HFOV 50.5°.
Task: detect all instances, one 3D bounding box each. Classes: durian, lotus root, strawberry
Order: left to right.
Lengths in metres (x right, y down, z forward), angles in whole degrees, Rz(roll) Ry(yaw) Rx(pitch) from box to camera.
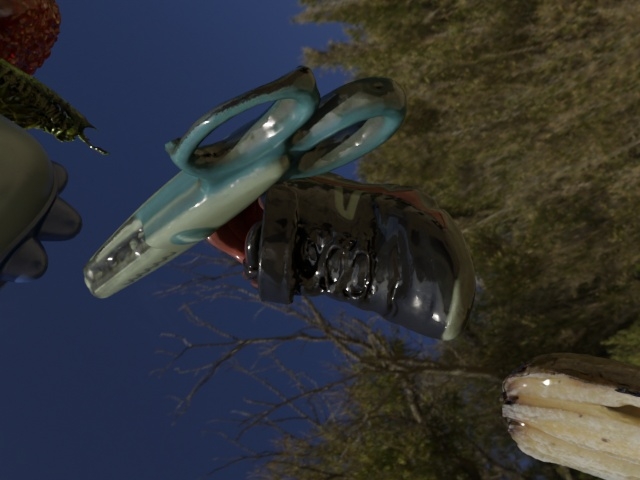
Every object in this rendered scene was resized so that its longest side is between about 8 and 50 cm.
[{"bbox_3d":[-0.579,-0.406,1.144,0.292,0.343,0.292,10,-107,-35],"label":"strawberry"},{"bbox_3d":[-0.489,-0.226,1.008,0.375,0.132,0.106,38,-93,-25],"label":"durian"},{"bbox_3d":[0.345,0.177,0.648,0.078,0.330,0.167,-57,-33,-37],"label":"lotus root"}]

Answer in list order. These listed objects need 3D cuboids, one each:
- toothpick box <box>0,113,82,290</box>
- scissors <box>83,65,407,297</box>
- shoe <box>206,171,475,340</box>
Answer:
[{"bbox_3d":[-0.423,-0.068,0.671,0.355,0.263,0.263,32,-136,-5],"label":"toothpick box"},{"bbox_3d":[-0.078,-0.023,0.426,0.138,0.289,0.041,-9,-105,-49],"label":"scissors"},{"bbox_3d":[0.000,0.000,0.597,0.137,0.291,0.114,-13,-62,-46],"label":"shoe"}]
